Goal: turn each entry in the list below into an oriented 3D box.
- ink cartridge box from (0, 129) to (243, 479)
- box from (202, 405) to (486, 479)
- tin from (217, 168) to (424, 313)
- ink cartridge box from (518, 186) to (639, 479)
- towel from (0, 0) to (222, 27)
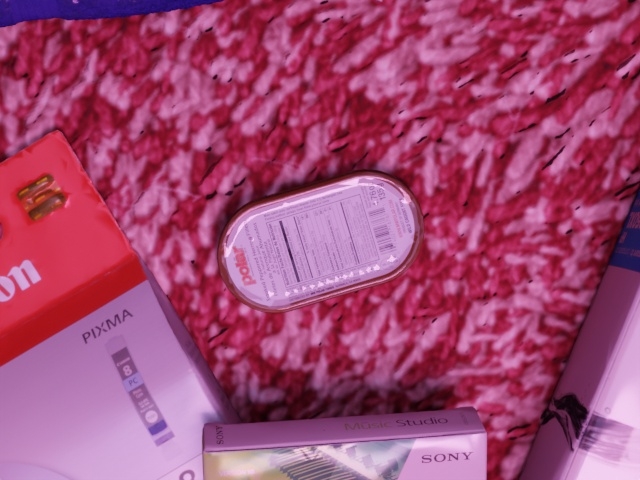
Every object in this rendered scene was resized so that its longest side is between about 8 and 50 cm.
[{"bbox_3d":[-0.261,0.142,1.079,0.308,0.091,0.385,-31,94,1],"label":"ink cartridge box"},{"bbox_3d":[0.023,0.303,1.043,0.232,0.058,0.322,-4,105,-5],"label":"box"},{"bbox_3d":[0.000,0.000,1.099,0.189,0.040,0.106,-17,89,1],"label":"tin"},{"bbox_3d":[0.345,0.174,1.043,0.285,0.166,0.395,22,92,-1],"label":"ink cartridge box"},{"bbox_3d":[-0.234,-0.293,1.038,0.308,0.076,0.228,-5,126,0],"label":"towel"}]
